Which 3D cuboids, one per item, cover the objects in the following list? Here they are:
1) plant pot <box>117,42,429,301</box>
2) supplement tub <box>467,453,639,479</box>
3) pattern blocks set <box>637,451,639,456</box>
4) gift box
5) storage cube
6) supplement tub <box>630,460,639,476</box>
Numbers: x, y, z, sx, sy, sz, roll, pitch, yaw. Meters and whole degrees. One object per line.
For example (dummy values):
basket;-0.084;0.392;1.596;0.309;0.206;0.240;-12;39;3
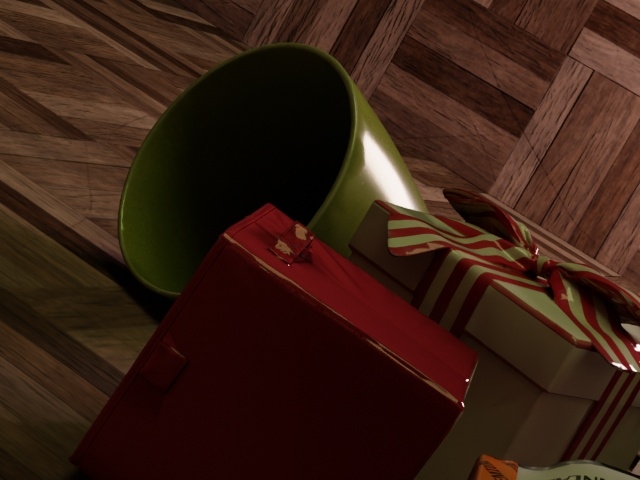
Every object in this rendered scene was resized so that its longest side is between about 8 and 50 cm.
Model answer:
plant pot;0.000;0.000;1.751;0.293;0.275;0.275;40;1;-43
supplement tub;0.226;0.260;1.142;0.316;0.193;0.193;20;10;3
pattern blocks set;0.400;0.239;2.145;0.325;0.026;0.285;29;12;-21
gift box;0.131;0.117;1.454;0.255;0.258;0.276;35;11;29
storage cube;-0.023;0.111;1.220;0.193;0.215;0.183;36;10;2
supplement tub;0.380;0.288;1.490;0.272;0.191;0.191;29;11;-1
